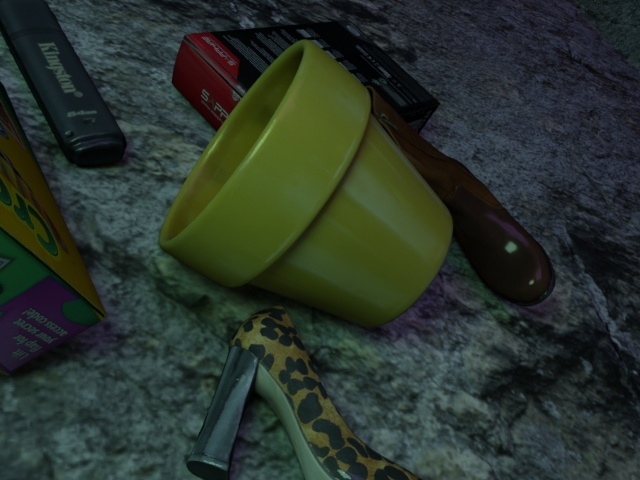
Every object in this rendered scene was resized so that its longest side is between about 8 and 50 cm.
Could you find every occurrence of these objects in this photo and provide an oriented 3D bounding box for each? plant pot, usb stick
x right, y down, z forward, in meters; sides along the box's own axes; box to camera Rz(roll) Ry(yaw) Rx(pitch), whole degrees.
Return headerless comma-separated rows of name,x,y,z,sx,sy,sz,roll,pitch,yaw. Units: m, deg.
plant pot,-0.001,-0.034,0.667,0.239,0.254,0.254,36,37,-20
usb stick,-0.316,-0.198,0.759,0.077,0.045,0.278,-11,57,-42

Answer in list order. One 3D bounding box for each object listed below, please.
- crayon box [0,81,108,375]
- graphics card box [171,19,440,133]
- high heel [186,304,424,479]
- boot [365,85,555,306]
crayon box,-0.313,-0.109,0.428,0.106,0.363,0.313,-32,63,-8
graphics card box,-0.007,-0.221,0.953,0.233,0.094,0.371,46,42,15
high heel,0.029,0.160,0.583,0.261,0.093,0.186,20,47,-1
boot,0.176,-0.058,0.819,0.280,0.096,0.264,34,29,-44
